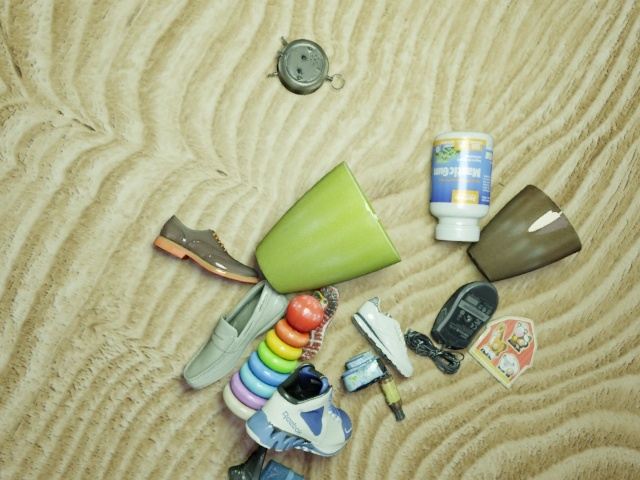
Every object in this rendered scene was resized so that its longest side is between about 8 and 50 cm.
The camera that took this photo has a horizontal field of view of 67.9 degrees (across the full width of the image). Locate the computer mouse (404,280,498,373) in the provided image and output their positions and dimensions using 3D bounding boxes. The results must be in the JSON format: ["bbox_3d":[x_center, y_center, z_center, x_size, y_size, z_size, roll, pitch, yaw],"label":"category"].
[{"bbox_3d":[0.372,0.216,1.309,0.188,0.072,0.272,36,99,-12],"label":"computer mouse"}]

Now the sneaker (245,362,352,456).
[{"bbox_3d":[-0.010,0.400,1.138,0.315,0.127,0.182,25,99,-45],"label":"sneaker"}]

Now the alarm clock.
[{"bbox_3d":[-0.025,-0.434,1.208,0.192,0.064,0.129,18,90,-13],"label":"alarm clock"}]

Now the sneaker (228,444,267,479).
[{"bbox_3d":[-0.198,0.598,1.233,0.089,0.051,0.170,13,78,4],"label":"sneaker"}]

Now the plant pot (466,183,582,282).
[{"bbox_3d":[0.518,0.005,1.266,0.230,0.215,0.215,-35,98,9],"label":"plant pot"}]

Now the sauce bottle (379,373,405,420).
[{"bbox_3d":[0.198,0.429,1.299,0.042,0.042,0.128,-21,94,-8],"label":"sauce bottle"}]

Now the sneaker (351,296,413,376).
[{"bbox_3d":[0.186,0.262,1.270,0.095,0.090,0.235,-40,100,-15],"label":"sneaker"}]

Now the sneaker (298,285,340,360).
[{"bbox_3d":[-0.009,0.214,1.231,0.088,0.093,0.225,34,105,8],"label":"sneaker"}]

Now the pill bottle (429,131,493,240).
[{"bbox_3d":[0.365,-0.136,1.242,0.152,0.152,0.272,2,92,-10],"label":"pill bottle"}]

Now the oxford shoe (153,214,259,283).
[{"bbox_3d":[-0.265,0.026,1.175,0.271,0.097,0.098,26,81,-11],"label":"oxford shoe"}]

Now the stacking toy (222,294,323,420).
[{"bbox_3d":[-0.103,0.274,1.154,0.141,0.141,0.330,29,102,-10],"label":"stacking toy"}]

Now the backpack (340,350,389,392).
[{"bbox_3d":[0.108,0.343,1.251,0.114,0.105,0.084,-29,75,-6],"label":"backpack"}]

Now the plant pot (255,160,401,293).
[{"bbox_3d":[0.000,0.000,1.153,0.293,0.275,0.274,-29,98,9],"label":"plant pot"}]

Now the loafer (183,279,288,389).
[{"bbox_3d":[-0.221,0.225,1.173,0.319,0.112,0.111,-46,131,-12],"label":"loafer"}]

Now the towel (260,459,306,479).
[{"bbox_3d":[-0.100,0.638,1.266,0.119,0.029,0.067,34,86,-9],"label":"towel"}]

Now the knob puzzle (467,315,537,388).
[{"bbox_3d":[0.545,0.301,1.358,0.213,0.030,0.213,0,93,-10],"label":"knob puzzle"}]
